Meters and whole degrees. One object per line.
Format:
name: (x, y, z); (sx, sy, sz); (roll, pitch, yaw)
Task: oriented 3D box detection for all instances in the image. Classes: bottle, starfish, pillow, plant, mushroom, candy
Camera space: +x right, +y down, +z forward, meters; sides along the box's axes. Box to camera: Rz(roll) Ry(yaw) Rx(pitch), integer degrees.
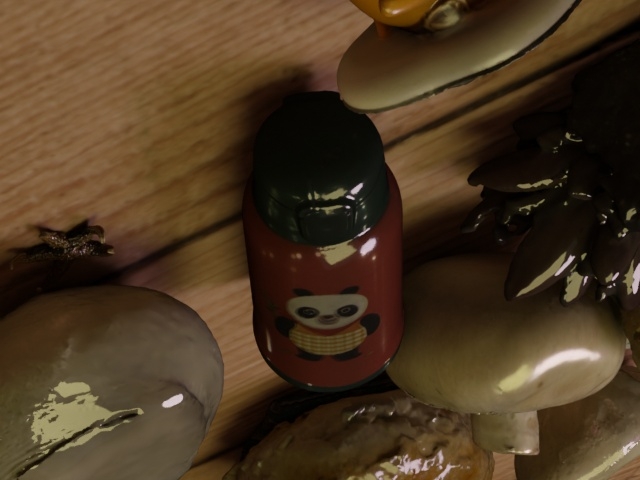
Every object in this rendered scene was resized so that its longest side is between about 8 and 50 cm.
bottle: (0.000, 0.000, 1.477); (0.144, 0.144, 0.336); (-17, 150, -6)
starfish: (-0.222, 0.013, 1.468); (0.091, 0.028, 0.078); (-9, 145, -15)
pillow: (0.001, 0.230, 2.014); (0.189, 0.034, 0.255); (-7, 152, -20)
plant: (0.277, -0.065, 1.498); (0.194, 0.182, 0.320); (13, 134, -47)
mushroom: (0.179, 0.111, 1.684); (0.246, 0.202, 0.246); (-7, -176, 0)
candy: (-0.231, 0.144, 1.536); (0.295, 0.185, 0.295); (-22, 149, -14)

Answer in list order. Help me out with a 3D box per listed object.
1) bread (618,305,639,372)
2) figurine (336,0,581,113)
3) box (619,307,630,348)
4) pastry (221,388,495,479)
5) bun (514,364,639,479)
bread: (0.451, 0.003, 1.646); (0.248, 0.279, 0.315); (22, 144, -39)
figurine: (0.092, -0.215, 1.208); (0.250, 0.166, 0.141); (-39, 118, -15)
box: (0.376, 0.077, 1.985); (0.090, 0.024, 0.167); (2, 146, -37)
pastry: (0.046, 0.280, 1.948); (0.329, 0.136, 0.330); (-15, 152, -8)
bun: (0.327, 0.231, 2.118); (0.231, 0.133, 0.231); (-36, 172, -6)
